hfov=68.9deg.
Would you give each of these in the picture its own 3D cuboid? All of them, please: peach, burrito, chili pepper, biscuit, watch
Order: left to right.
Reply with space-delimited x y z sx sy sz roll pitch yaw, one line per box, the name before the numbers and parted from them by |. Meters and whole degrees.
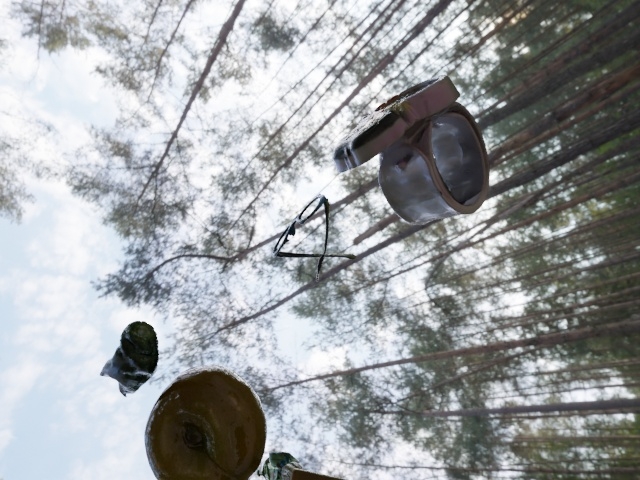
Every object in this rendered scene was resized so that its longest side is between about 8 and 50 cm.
chili pepper | -0.369 0.242 0.906 0.098 0.224 0.061 35 -146 -3
peach | -0.220 0.373 0.907 0.153 0.251 0.251 16 -127 -75
burrito | -0.063 0.488 0.953 0.054 0.288 0.104 -4 -99 -27
biscuit | -0.032 0.385 0.720 0.023 0.084 0.084 -14 -100 -30
watch | 0.162 -0.130 0.798 0.244 0.196 0.231 -47 -65 -37

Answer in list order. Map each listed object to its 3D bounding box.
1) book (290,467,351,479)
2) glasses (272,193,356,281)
book | 0.031 0.466 0.585 0.020 0.208 0.295 56 -139 -59
glasses | -0.020 0.006 1.241 0.207 0.239 0.102 50 -149 16
